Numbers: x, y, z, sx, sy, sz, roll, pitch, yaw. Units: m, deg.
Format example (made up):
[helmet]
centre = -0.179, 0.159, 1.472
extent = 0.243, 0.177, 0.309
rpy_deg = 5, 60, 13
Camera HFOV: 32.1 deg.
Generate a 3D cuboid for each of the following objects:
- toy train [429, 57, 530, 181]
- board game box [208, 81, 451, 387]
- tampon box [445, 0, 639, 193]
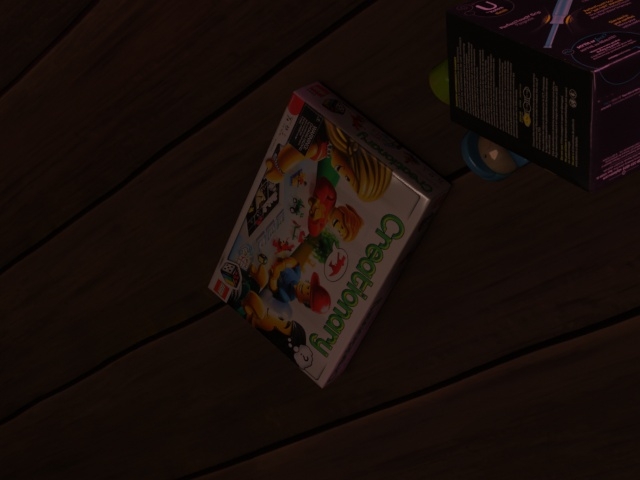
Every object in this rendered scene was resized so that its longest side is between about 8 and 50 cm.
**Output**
[toy train]
centre = 0.149, -0.180, 1.041
extent = 0.248, 0.105, 0.143
rpy_deg = 59, 148, 4
[board game box]
centre = 0.000, 0.000, 1.255
extent = 0.193, 0.053, 0.305
rpy_deg = 39, 129, 17
[tampon box]
centre = 0.193, -0.128, 0.858
extent = 0.161, 0.120, 0.101
rpy_deg = 38, 144, 46
